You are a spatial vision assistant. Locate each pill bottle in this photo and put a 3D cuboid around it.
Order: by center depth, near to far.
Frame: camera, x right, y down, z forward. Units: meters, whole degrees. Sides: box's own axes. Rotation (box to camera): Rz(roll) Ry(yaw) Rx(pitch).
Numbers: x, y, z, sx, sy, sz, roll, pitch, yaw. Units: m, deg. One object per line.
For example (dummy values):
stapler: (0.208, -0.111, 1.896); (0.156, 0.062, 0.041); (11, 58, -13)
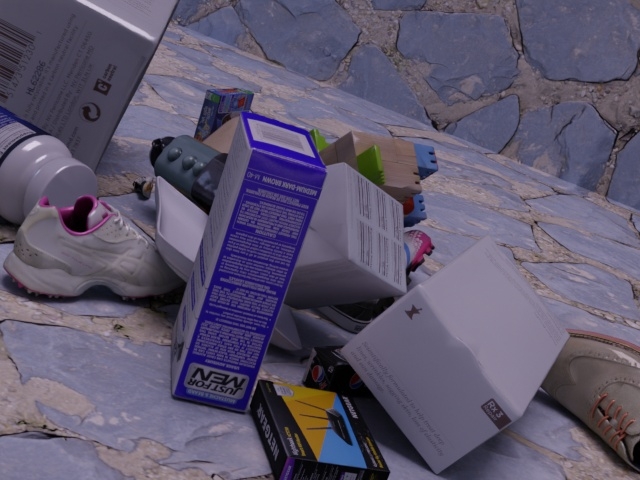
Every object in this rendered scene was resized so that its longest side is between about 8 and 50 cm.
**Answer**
pill bottle: (-0.489, -0.115, 1.765); (0.264, 0.153, 0.153); (29, 20, 27)

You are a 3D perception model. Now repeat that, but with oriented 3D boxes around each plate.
plate: (-0.154, 0.041, 1.684); (0.278, 0.045, 0.277); (41, 9, -20)

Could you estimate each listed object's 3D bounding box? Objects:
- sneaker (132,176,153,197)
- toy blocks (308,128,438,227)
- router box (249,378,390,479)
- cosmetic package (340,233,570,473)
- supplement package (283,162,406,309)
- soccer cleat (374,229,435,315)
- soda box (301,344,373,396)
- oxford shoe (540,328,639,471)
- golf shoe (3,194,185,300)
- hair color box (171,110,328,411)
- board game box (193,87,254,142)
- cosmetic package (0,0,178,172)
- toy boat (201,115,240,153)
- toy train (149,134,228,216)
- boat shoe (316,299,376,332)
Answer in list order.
sneaker: (-0.335, -0.100, 2.090); (0.037, 0.032, 0.083); (3, 14, -4)
toy blocks: (0.075, -0.081, 2.039); (0.261, 0.381, 0.191); (6, 65, -37)
router box: (-0.004, 0.242, 1.368); (0.133, 0.046, 0.179); (12, 19, -20)
cosmetic package: (0.204, 0.145, 1.577); (0.217, 0.156, 0.385); (53, 25, 7)
supplement package: (0.000, 0.000, 1.651); (0.194, 0.149, 0.203); (-10, -20, 26)
soccer cleat: (0.109, 0.023, 1.995); (0.143, 0.116, 0.331); (39, 21, 3)
soda box: (0.057, 0.184, 1.583); (0.169, 0.060, 0.053); (2, 24, -44)
oxford shoe: (0.467, 0.255, 1.678); (0.397, 0.140, 0.146); (27, 26, 30)
golf shoe: (-0.301, 0.009, 1.612); (0.306, 0.140, 0.115); (2, 23, -46)
hair color box: (-0.099, 0.025, 1.435); (0.110, 0.339, 0.185); (17, 17, -13)
board game box: (-0.207, -0.206, 2.246); (0.035, 0.201, 0.136); (25, 18, 21)
cosmetic package: (-0.486, -0.366, 2.077); (0.327, 0.329, 0.394); (26, 24, -12)
toy boat: (-0.161, -0.133, 2.185); (0.151, 0.151, 0.231); (38, 64, 21)
toy train: (-0.171, -0.086, 1.922); (0.334, 0.142, 0.190); (32, -11, 47)
boat shoe: (0.005, 0.072, 1.846); (0.219, 0.070, 0.077); (30, 20, 31)
